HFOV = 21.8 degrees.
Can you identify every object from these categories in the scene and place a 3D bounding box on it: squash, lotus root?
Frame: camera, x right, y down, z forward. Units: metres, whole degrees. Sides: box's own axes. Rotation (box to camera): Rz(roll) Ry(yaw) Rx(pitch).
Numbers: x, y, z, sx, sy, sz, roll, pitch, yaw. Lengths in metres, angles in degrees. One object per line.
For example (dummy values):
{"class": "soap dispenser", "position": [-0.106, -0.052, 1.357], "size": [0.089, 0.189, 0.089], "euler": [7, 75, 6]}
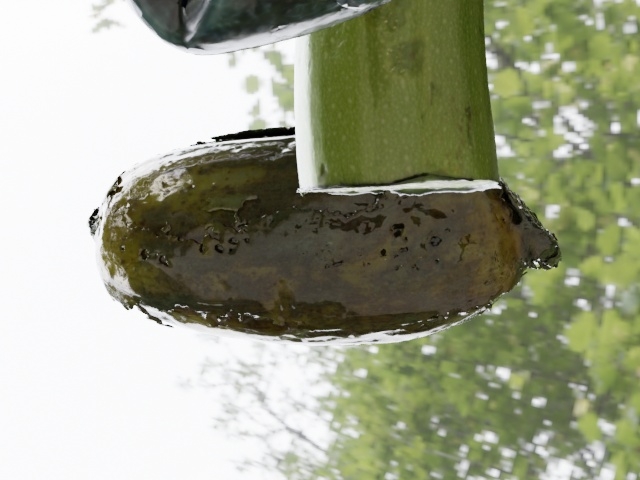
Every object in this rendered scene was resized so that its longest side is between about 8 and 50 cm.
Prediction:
{"class": "squash", "position": [0.030, -0.114, 0.750], "size": [0.095, 0.095, 0.188], "euler": [-3, -89, -26]}
{"class": "lotus root", "position": [0.000, 0.000, 1.389], "size": [0.397, 0.196, 0.179], "euler": [-3, -60, 8]}

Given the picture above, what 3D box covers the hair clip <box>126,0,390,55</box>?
{"class": "hair clip", "position": [-0.049, -0.215, 0.465], "size": [0.206, 0.194, 0.310], "euler": [-40, -72, 8]}
